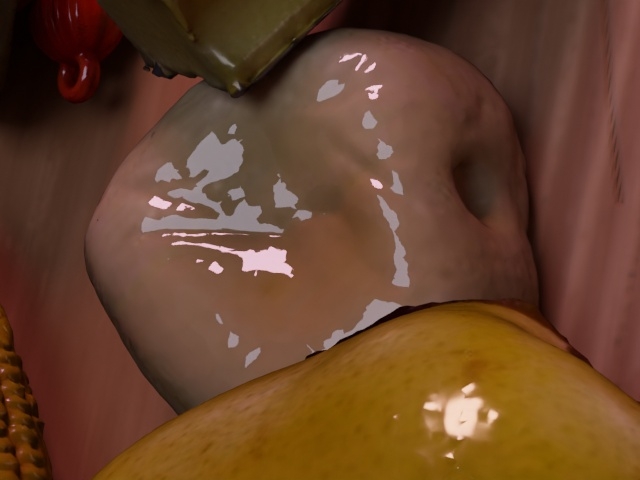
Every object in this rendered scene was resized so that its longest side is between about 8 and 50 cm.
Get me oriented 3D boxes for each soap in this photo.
[{"bbox_3d":[-0.005,-0.173,0.697,0.233,0.076,0.135,-42,28,-13],"label":"soap"}]

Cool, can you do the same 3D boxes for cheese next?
[{"bbox_3d":[0.000,0.000,0.677,0.235,0.117,0.218,28,88,30],"label":"cheese"}]

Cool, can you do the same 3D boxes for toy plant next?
[{"bbox_3d":[-0.154,-0.209,0.853,0.154,0.088,0.240,19,97,45],"label":"toy plant"}]

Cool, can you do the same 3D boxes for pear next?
[{"bbox_3d":[0.008,0.219,0.502,0.340,0.191,0.386,27,105,17],"label":"pear"}]

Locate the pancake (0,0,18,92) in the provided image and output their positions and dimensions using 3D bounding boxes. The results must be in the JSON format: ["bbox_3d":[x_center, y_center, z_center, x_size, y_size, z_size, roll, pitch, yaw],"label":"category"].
[{"bbox_3d":[-0.211,-0.201,0.838,0.250,0.031,0.250,8,99,62],"label":"pancake"}]

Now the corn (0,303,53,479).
[{"bbox_3d":[-0.191,0.141,0.743,0.120,0.120,0.363,-28,62,20],"label":"corn"}]
